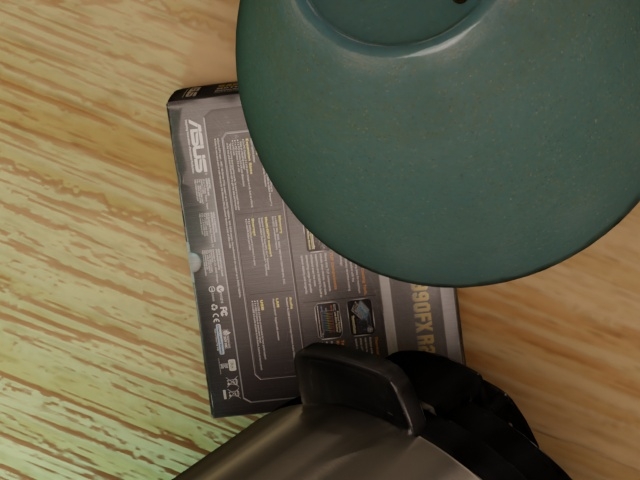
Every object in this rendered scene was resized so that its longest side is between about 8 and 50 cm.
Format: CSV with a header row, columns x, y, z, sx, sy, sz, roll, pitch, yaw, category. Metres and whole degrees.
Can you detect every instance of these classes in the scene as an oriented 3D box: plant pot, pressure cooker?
x,y,z,sx,sy,sz,roll,pitch,yaw,category
0.069,-0.137,1.131,0.290,0.195,0.290,-5,72,15,plant pot
0.018,0.297,1.192,0.375,0.420,0.370,47,143,13,pressure cooker

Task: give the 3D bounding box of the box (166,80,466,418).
x,y,z,sx,sy,sz,roll,pitch,yaw,category
0.000,0.000,1.304,0.183,0.056,0.231,-7,102,6,box
